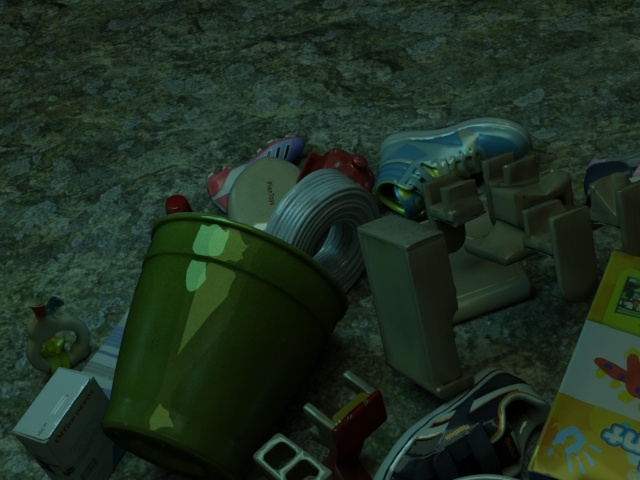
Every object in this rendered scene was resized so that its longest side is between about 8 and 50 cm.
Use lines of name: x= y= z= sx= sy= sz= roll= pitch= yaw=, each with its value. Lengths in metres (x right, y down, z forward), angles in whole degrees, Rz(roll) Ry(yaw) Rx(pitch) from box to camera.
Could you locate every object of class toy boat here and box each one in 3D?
toy boat: x=-0.159 y=-0.048 z=1.949 sx=0.318 sy=0.148 sz=0.267 roll=-7 pitch=49 yaw=4

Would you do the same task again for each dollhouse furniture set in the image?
dollhouse furniture set: x=-0.021 y=0.399 z=1.386 sx=0.374 sy=0.201 sz=0.152 roll=-37 pitch=44 yaw=-26
dollhouse furniture set: x=0.290 y=0.047 z=1.537 sx=0.394 sy=0.256 sz=0.362 roll=-20 pitch=20 yaw=-21

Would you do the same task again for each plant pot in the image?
plant pot: x=-0.182 y=0.202 z=1.567 sx=0.366 sy=0.366 sz=0.353 roll=8 pitch=61 yaw=27

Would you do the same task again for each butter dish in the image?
butter dish: x=0.050 y=-0.125 z=1.892 sx=0.118 sy=0.160 sz=0.160 roll=-46 pitch=14 yaw=36

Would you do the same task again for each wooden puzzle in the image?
wooden puzzle: x=0.249 y=0.051 z=1.752 sx=0.221 sy=0.044 sz=0.238 roll=-19 pitch=47 yaw=1

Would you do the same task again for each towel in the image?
towel: x=-0.346 y=0.224 z=1.792 sx=0.209 sy=0.034 sz=0.285 roll=9 pitch=47 yaw=29

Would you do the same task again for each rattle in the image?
rattle: x=-0.531 y=0.153 z=1.820 sx=0.130 sy=0.199 sz=0.143 roll=-24 pitch=42 yaw=-4

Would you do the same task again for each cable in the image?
cable: x=0.000 y=0.000 z=1.734 sx=0.257 sy=0.257 sz=0.089 roll=-35 pitch=48 yaw=-27

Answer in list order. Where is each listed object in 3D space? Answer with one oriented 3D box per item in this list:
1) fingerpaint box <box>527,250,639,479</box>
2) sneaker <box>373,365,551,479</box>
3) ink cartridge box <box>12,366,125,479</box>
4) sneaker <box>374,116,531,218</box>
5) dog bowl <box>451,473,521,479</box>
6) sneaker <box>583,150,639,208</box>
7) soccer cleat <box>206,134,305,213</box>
fingerpaint box: x=0.540 y=0.248 z=1.208 sx=0.445 sy=0.163 sz=0.371 roll=14 pitch=55 yaw=25
sneaker: x=0.215 y=0.318 z=1.416 sx=0.321 sy=0.126 sz=0.127 roll=-41 pitch=36 yaw=-23
ink cartridge box: x=-0.415 y=0.330 z=1.601 sx=0.082 sy=0.190 sz=0.139 roll=9 pitch=49 yaw=29
sneaker: x=0.254 y=-0.130 z=1.874 sx=0.319 sy=0.127 sz=0.208 roll=-7 pitch=41 yaw=28
dog bowl: x=0.228 y=0.461 z=1.285 sx=0.265 sy=0.104 sz=0.265 roll=-11 pitch=43 yaw=10
sneaker: x=0.646 y=-0.131 z=1.730 sx=0.319 sy=0.112 sz=0.131 roll=-5 pitch=47 yaw=15
soccer cleat: x=-0.133 y=-0.147 z=2.083 sx=0.248 sy=0.083 sz=0.095 roll=-28 pitch=72 yaw=-15
